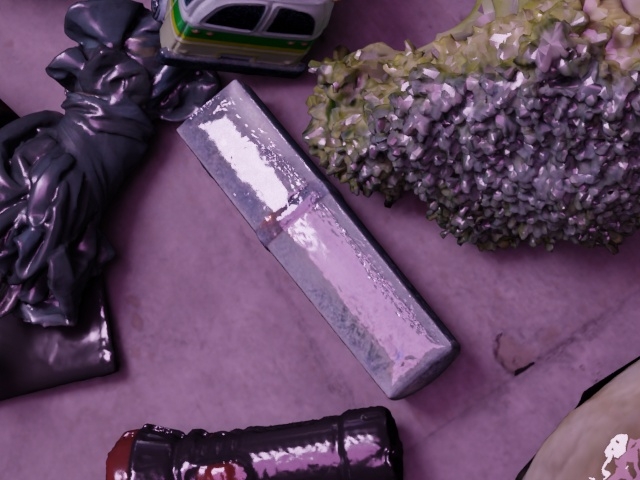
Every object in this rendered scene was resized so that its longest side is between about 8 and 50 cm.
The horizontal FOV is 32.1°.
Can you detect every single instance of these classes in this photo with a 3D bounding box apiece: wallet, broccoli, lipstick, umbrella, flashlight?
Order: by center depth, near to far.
[{"bbox_3d":[0.211,-0.186,0.838,0.353,0.275,0.397,29,71,6],"label":"broccoli"},{"bbox_3d":[-0.050,0.181,0.881,0.231,0.093,0.093,-9,79,11],"label":"flashlight"},{"bbox_3d":[0.000,0.000,0.903,0.076,0.077,0.290,-41,75,3],"label":"lipstick"},{"bbox_3d":[-0.218,-0.043,0.927,0.143,0.094,0.349,32,77,-4],"label":"umbrella"},{"bbox_3d":[-0.320,0.079,0.989,0.285,0.030,0.146,-15,79,10],"label":"wallet"}]

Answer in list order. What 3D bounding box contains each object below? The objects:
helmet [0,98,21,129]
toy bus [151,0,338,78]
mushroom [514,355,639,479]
[{"bbox_3d":[-0.370,-0.074,0.947,0.216,0.193,0.189,17,77,56],"label":"helmet"},{"bbox_3d":[-0.057,-0.287,0.900,0.133,0.164,0.276,3,79,-20],"label":"toy bus"},{"bbox_3d":[0.286,0.183,0.780,0.344,0.130,0.248,-24,72,9],"label":"mushroom"}]
